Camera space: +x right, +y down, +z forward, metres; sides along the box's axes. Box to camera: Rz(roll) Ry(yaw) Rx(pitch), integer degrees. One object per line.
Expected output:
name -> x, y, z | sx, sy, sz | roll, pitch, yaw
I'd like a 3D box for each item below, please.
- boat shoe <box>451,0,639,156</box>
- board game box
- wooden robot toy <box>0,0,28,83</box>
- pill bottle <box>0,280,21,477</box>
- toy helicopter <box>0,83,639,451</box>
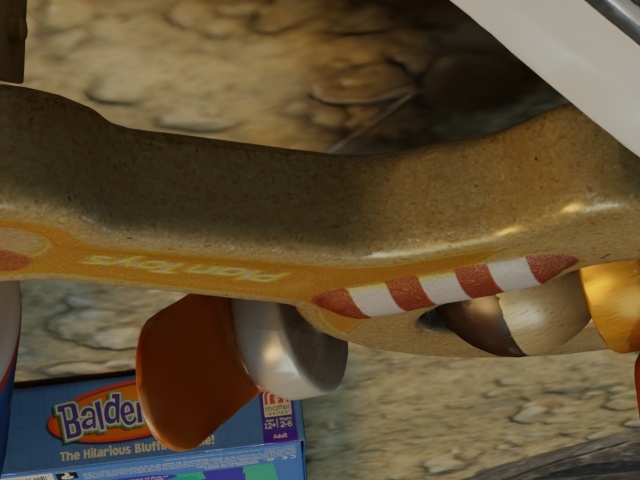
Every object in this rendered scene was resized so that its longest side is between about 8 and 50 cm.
boat shoe -> 0.088, -0.100, 0.427 | 0.306, 0.113, 0.105 | 32, 131, -32
board game box -> -0.086, 0.126, 0.944 | 0.160, 0.047, 0.210 | -6, 155, -2
wooden robot toy -> -0.128, -0.088, 0.447 | 0.079, 0.076, 0.173 | 1, 156, 8
pill bottle -> -0.181, 0.063, 0.692 | 0.124, 0.124, 0.221 | -1, 156, -13
toy helicopter -> 0.000, 0.000, 0.577 | 0.355, 0.140, 0.235 | 7, 163, -38
